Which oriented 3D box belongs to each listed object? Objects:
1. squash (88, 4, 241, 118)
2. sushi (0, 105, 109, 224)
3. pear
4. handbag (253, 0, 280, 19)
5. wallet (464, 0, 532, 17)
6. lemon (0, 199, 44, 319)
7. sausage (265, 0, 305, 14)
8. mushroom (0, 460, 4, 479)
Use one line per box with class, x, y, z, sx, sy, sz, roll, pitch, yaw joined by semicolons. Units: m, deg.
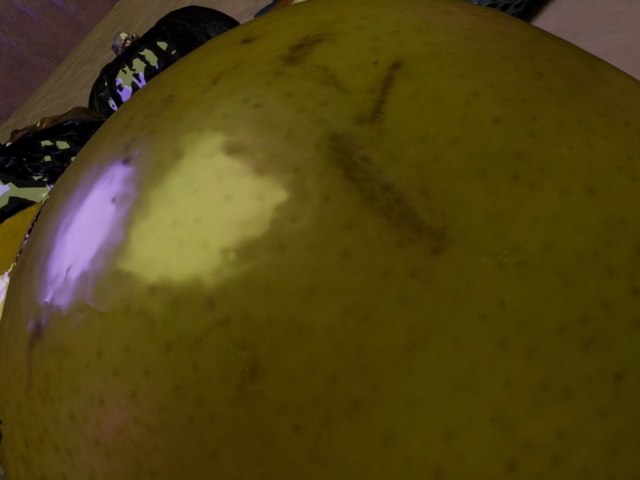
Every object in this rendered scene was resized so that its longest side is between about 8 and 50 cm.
squash;-0.150;-0.153;1.705;0.193;0.155;0.193;-21;8;3
sushi;-0.186;-0.007;1.279;0.213;0.200;0.204;-7;41;3
pear;0.040;0.063;0.597;0.285;0.336;0.285;-34;-32;-25
handbag;0.047;-0.308;1.717;0.238;0.089;0.326;-37;19;26
wallet;0.048;-0.145;1.354;0.342;0.075;0.237;-43;22;-2
lemon;-0.148;0.070;1.075;0.260;0.204;0.204;-39;17;3
sausage;-0.020;-0.172;1.523;0.270;0.109;0.109;-43;16;3
mushroom;-0.178;0.166;0.899;0.253;0.153;0.253;-7;78;38
